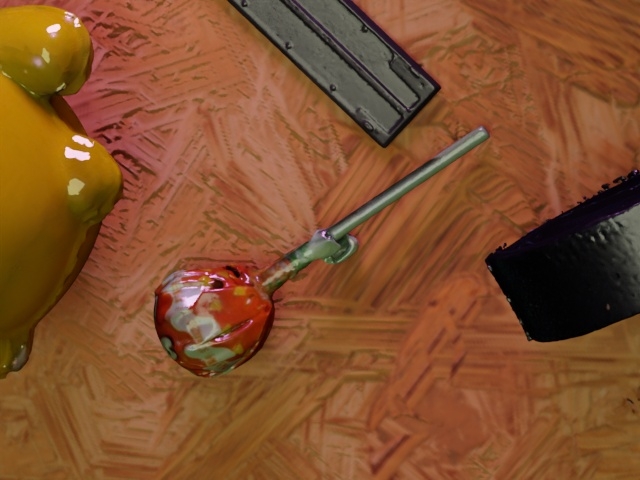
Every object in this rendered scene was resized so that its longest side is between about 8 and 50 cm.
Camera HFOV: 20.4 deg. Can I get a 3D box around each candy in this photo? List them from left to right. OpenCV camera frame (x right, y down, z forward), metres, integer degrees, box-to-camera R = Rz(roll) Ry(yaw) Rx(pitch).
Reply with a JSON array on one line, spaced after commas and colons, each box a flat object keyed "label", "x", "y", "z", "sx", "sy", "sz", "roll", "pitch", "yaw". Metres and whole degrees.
[{"label": "candy", "x": 0.000, "y": -0.001, "z": 1.282, "sx": 0.287, "sy": 0.078, "sz": 0.084, "roll": -36, "pitch": 80, "yaw": 14}]

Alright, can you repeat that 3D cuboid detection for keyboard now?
[{"label": "keyboard", "x": -0.006, "y": -0.157, "z": 1.266, "sx": 0.202, "sy": 0.011, "sz": 0.067, "roll": 44, "pitch": 113, "yaw": 2}]

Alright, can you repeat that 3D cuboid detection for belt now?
[{"label": "belt", "x": 0.208, "y": 0.000, "z": 1.166, "sx": 0.198, "sy": 0.151, "sz": 0.078, "roll": -26, "pitch": 95, "yaw": 44}]

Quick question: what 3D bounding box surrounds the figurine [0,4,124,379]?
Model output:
[{"label": "figurine", "x": -0.310, "y": -0.060, "z": 1.269, "sx": 0.340, "sy": 0.231, "sz": 0.324, "roll": 32, "pitch": 106, "yaw": 12}]
